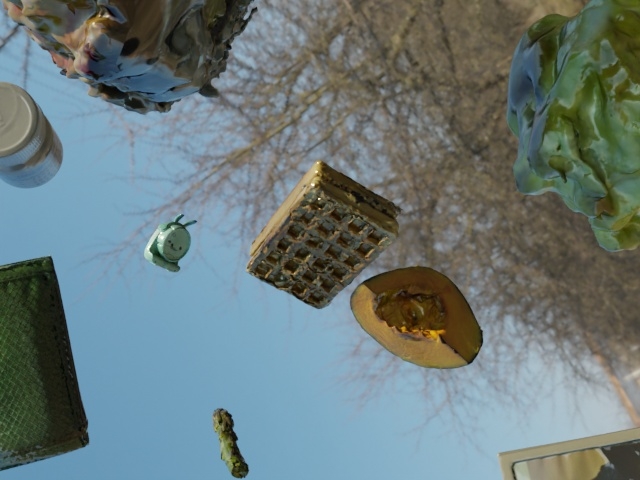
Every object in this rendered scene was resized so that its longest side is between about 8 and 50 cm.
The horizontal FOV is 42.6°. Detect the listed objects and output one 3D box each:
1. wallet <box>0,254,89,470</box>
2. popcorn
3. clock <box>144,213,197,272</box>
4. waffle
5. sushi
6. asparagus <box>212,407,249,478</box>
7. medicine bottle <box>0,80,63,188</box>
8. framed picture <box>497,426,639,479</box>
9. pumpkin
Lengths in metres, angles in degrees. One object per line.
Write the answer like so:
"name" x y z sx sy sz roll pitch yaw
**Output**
"wallet" -0.370 0.146 0.957 0.055 0.160 0.236 -176 75 -71
"popcorn" 0.366 -0.132 0.922 0.312 0.312 0.312 51 -163 -23
"clock" -0.343 0.001 1.903 0.041 0.135 0.101 24 176 38
"waffle" 0.000 0.001 1.688 0.213 0.308 0.091 29 -137 -15
"sushi" -0.138 -0.318 0.795 0.176 0.417 0.417 24 -162 1
"asparagus" -0.138 0.296 1.228 0.165 0.036 0.030 -126 35 -63
"medicine bottle" -0.406 -0.134 1.086 0.105 0.105 0.168 60 169 5
"framed picture" 0.313 0.344 0.881 0.018 0.192 0.265 38 -142 -62
"pumpkin" 0.200 0.154 1.816 0.312 0.148 0.169 38 -133 -13
